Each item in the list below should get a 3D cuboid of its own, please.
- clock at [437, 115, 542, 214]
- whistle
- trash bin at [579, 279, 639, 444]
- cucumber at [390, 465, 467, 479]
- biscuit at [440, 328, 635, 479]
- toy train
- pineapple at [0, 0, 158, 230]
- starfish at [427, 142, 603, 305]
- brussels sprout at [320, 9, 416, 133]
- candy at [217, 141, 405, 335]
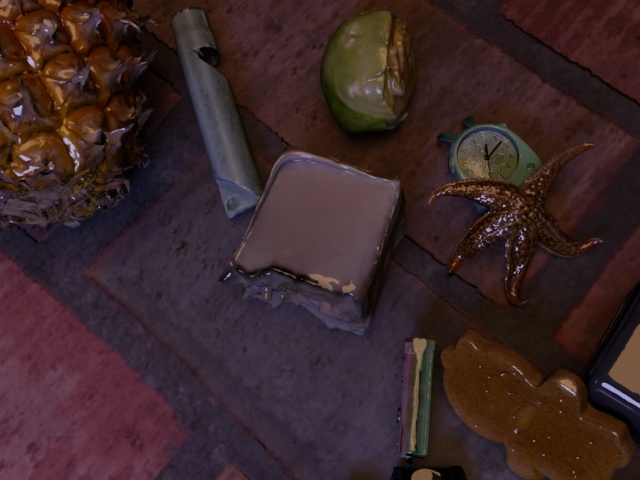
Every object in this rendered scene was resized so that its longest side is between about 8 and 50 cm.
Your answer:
[{"bbox_3d":[0.216,-0.108,0.908,0.101,0.041,0.135,-34,72,-3],"label":"clock"},{"bbox_3d":[-0.144,-0.180,0.958,0.062,0.062,0.312,-18,73,1],"label":"whistle"},{"bbox_3d":[0.444,0.170,0.734,0.290,0.182,0.209,30,80,19],"label":"trash bin"},{"bbox_3d":[0.124,0.350,0.768,0.115,0.086,0.193,-2,68,7],"label":"cucumber"},{"bbox_3d":[0.230,0.192,0.775,0.225,0.166,0.036,30,42,27],"label":"biscuit"},{"bbox_3d":[0.111,0.187,0.817,0.038,0.071,0.148,4,74,7],"label":"toy train"},{"bbox_3d":[-0.359,-0.174,0.845,0.352,0.352,0.300,-10,80,3],"label":"pineapple"},{"bbox_3d":[0.246,-0.034,0.848,0.213,0.057,0.238,34,100,-12],"label":"starfish"},{"bbox_3d":[0.056,-0.222,0.909,0.122,0.149,0.151,-5,33,20],"label":"brussels sprout"},{"bbox_3d":[0.000,0.000,0.850,0.185,0.137,0.195,17,75,11],"label":"candy"}]
